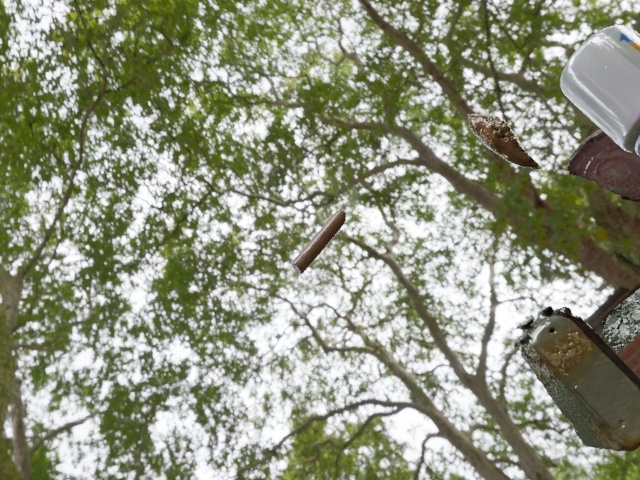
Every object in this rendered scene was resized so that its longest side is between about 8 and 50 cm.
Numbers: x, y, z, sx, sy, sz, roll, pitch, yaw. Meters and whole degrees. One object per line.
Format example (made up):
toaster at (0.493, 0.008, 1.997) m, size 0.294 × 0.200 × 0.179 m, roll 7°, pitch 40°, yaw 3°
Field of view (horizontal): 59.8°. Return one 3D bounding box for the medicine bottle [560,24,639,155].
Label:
medicine bottle at (0.614, -0.264, 1.058) m, size 0.170 × 0.293 × 0.170 m, roll -19°, pitch -35°, yaw -14°

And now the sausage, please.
sausage at (0.000, 0.000, 0.824) m, size 0.116 × 0.026 × 0.026 m, roll -50°, pitch -40°, yaw -17°

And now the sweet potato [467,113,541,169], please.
sweet potato at (0.387, -0.215, 1.187) m, size 0.060 × 0.206 × 0.068 m, roll -17°, pitch -32°, yaw -43°

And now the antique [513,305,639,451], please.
antique at (0.512, 0.262, 1.097) m, size 0.125 × 0.284 × 0.150 m, roll -34°, pitch -14°, yaw -14°

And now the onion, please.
onion at (0.810, -0.232, 1.442) m, size 0.111 × 0.250 × 0.247 m, roll -57°, pitch -9°, yaw -29°

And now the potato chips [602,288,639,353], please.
potato chips at (0.704, 0.165, 1.168) m, size 0.029 × 0.202 × 0.220 m, roll 38°, pitch -35°, yaw -24°
